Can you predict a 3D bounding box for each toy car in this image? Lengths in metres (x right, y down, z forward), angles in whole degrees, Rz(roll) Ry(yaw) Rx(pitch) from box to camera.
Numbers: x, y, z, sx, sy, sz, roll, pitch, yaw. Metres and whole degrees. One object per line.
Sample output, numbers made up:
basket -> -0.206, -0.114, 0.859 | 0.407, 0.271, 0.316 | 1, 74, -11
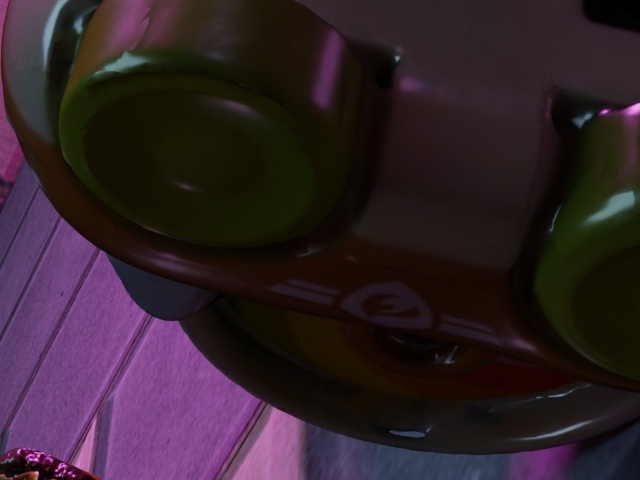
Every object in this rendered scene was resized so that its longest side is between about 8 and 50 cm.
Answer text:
toy car -> 0.026, -0.013, 0.453 | 0.235, 0.235, 0.145 | -49, 23, 49

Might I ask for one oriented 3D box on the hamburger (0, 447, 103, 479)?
hamburger -> -0.151, 0.196, 0.868 | 0.166, 0.137, 0.087 | -67, -8, 23
